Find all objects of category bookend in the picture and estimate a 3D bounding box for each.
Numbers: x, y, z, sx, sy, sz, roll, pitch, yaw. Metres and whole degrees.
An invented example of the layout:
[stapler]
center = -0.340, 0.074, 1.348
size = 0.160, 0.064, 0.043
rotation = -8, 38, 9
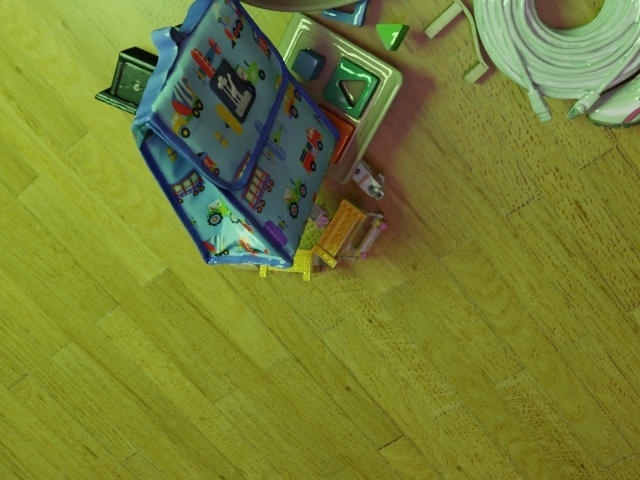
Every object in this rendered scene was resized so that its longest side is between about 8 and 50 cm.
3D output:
[bookend]
center = -0.222, -0.253, 1.020
size = 0.156, 0.072, 0.157
rotation = 23, 113, -3

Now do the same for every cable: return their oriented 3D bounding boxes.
[cable]
center = 0.331, -0.317, 0.913
size = 0.257, 0.089, 0.257
rotation = -36, 103, 19

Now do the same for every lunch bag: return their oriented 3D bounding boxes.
[lunch bag]
center = -0.114, -0.138, 0.836
size = 0.138, 0.221, 0.293
rotation = 1, 146, 28

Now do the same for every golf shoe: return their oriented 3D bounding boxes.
[golf shoe]
center = 0.447, -0.211, 0.943
size = 0.186, 0.067, 0.086
rotation = -18, 134, 9

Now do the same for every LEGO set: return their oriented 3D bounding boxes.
[LEGO set]
center = 0.000, 0.000, 1.104
size = 0.287, 0.107, 0.132
rotation = -37, 69, 24

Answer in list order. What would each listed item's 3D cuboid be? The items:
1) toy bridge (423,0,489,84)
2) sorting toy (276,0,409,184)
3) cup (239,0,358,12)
[toy bridge]
center = 0.170, -0.306, 0.971
size = 0.063, 0.026, 0.188
rotation = -41, 102, 18
[sorting toy]
center = -0.006, -0.198, 0.994
size = 0.196, 0.047, 0.347
rotation = 35, 114, 14
[cup]
center = -0.002, -0.457, 0.800
size = 0.331, 0.331, 0.236
rotation = -20, 76, 15
